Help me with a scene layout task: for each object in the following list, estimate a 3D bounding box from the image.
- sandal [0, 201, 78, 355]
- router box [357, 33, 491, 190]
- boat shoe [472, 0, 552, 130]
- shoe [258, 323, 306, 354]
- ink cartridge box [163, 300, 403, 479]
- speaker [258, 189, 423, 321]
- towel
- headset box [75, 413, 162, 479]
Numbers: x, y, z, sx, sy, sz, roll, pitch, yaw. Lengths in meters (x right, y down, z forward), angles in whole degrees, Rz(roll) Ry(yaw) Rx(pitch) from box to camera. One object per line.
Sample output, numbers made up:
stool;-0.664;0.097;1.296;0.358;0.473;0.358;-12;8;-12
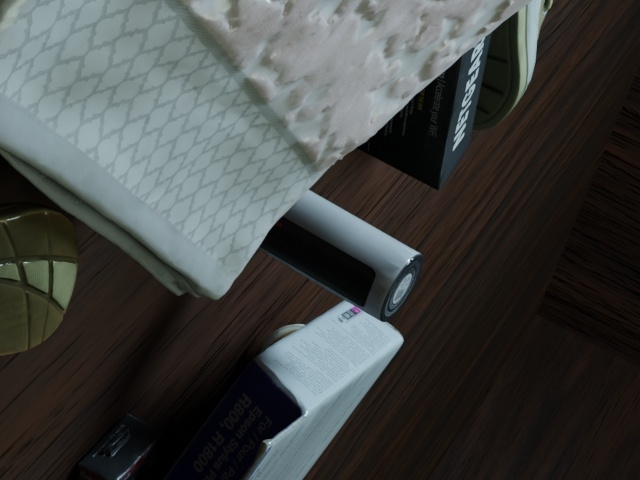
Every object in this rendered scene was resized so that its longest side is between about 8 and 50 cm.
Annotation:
sandal;-0.170;0.013;0.659;0.180;0.049;0.072;-5;117;-57
router box;0.035;-0.121;0.956;0.046;0.133;0.179;-55;165;-27
boat shoe;0.146;-0.207;1.237;0.103;0.113;0.302;-49;161;-26
shoe;-0.028;0.119;1.369;0.076;0.058;0.219;-39;158;-9
ink cartridge box;-0.090;0.208;1.157;0.324;0.071;0.330;-54;169;17
speaker;0.000;0.000;1.053;0.055;0.136;0.055;-51;161;-25
towel;-0.007;-0.125;0.699;0.317;0.053;0.332;-45;157;0
headset box;-0.144;0.166;1.062;0.062;0.032;0.083;-47;159;-49
